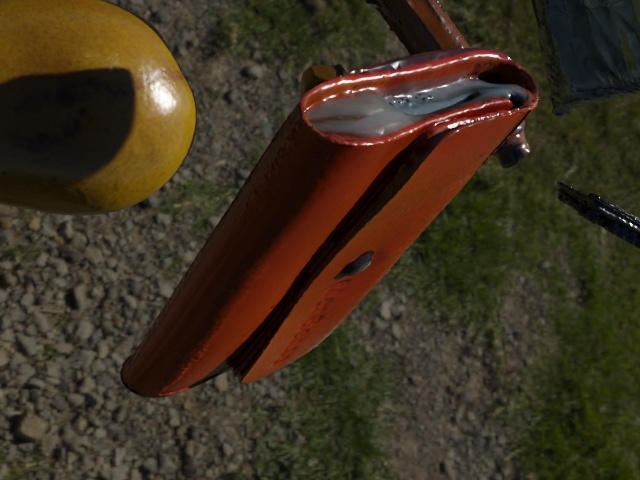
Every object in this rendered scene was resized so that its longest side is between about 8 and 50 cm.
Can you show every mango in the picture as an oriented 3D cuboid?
[{"bbox_3d":[-0.331,-0.156,1.130,0.377,0.221,0.264,-8,97,-22],"label":"mango"}]

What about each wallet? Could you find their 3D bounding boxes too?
[{"bbox_3d":[0.000,0.000,0.449,0.142,0.204,0.045,-18,66,-43],"label":"wallet"}]

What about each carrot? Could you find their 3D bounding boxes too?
[{"bbox_3d":[0.023,-0.162,1.286,0.082,0.082,0.173,17,42,-41],"label":"carrot"}]

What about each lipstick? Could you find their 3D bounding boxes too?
[{"bbox_3d":[0.117,-0.264,1.142,0.418,0.077,0.077,53,48,-9],"label":"lipstick"}]

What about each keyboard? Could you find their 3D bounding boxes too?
[{"bbox_3d":[0.298,0.012,0.801,0.231,0.072,0.023,25,99,-19],"label":"keyboard"}]

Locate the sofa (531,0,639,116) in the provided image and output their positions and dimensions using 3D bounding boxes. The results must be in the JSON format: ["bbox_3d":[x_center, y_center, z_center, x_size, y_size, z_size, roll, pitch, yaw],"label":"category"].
[{"bbox_3d":[0.319,-0.246,0.904,0.175,0.225,0.210,-11,92,-11],"label":"sofa"}]
